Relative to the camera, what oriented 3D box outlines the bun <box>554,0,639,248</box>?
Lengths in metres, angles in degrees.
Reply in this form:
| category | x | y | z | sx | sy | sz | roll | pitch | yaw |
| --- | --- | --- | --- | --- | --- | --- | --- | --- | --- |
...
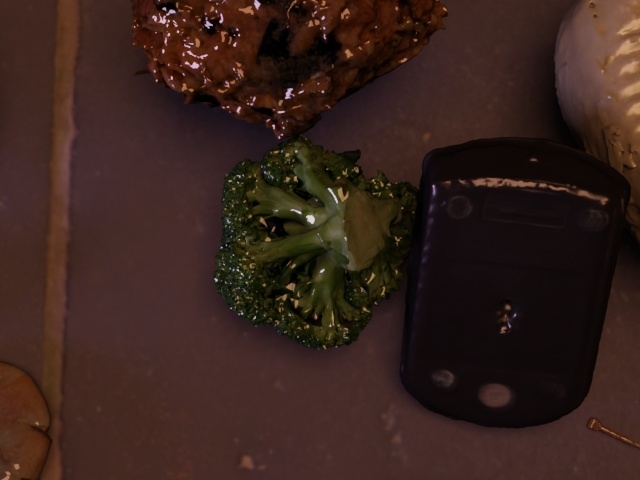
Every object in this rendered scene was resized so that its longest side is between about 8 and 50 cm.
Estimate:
| category | x | y | z | sx | sy | sz | roll | pitch | yaw |
| --- | --- | --- | --- | --- | --- | --- | --- | --- | --- |
| bun | 0.379 | -0.102 | 1.037 | 0.359 | 0.211 | 0.360 | 0 | 69 | 0 |

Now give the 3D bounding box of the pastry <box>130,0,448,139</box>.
| category | x | y | z | sx | sy | sz | roll | pitch | yaw |
| --- | --- | --- | --- | --- | --- | --- | --- | --- | --- |
| pastry | -0.023 | -0.181 | 0.995 | 0.274 | 0.275 | 0.193 | -16 | 84 | -8 |

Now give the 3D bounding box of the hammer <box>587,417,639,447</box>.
| category | x | y | z | sx | sy | sz | roll | pitch | yaw |
| --- | --- | --- | --- | --- | --- | --- | --- | --- | --- |
| hammer | 0.299 | 0.190 | 1.071 | 0.123 | 0.014 | 0.029 | 24 | 69 | 2 |

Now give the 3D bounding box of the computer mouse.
| category | x | y | z | sx | sy | sz | roll | pitch | yaw |
| --- | --- | --- | --- | --- | --- | --- | --- | --- | --- |
| computer mouse | 0.158 | 0.033 | 1.001 | 0.170 | 0.269 | 0.100 | 6 | 35 | 1 |

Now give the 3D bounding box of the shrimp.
| category | x | y | z | sx | sy | sz | roll | pitch | yaw |
| --- | --- | --- | --- | --- | --- | --- | --- | --- | --- |
| shrimp | -0.353 | 0.216 | 0.981 | 0.178 | 0.075 | 0.289 | 31 | 79 | 9 |

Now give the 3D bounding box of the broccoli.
| category | x | y | z | sx | sy | sz | roll | pitch | yaw |
| --- | --- | --- | --- | --- | --- | --- | --- | --- | --- |
| broccoli | 0.000 | 0.000 | 1.014 | 0.195 | 0.156 | 0.195 | 6 | 80 | -40 |
